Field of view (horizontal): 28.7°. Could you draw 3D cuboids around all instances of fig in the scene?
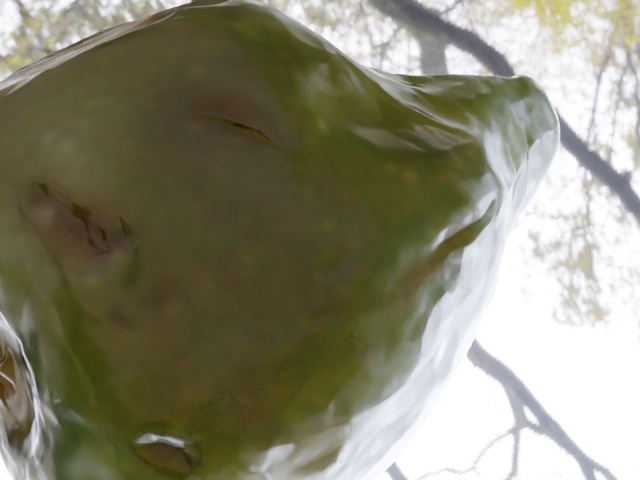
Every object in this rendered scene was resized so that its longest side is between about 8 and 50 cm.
[{"bbox_3d":[0.000,0.000,0.488,0.275,0.206,0.206,-20,-137,-28],"label":"fig"}]
